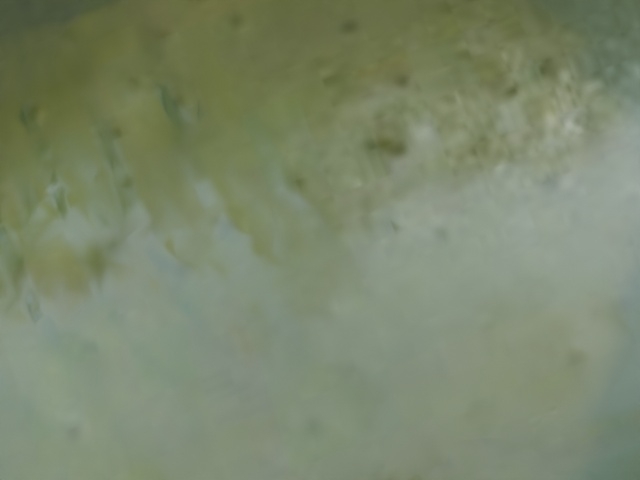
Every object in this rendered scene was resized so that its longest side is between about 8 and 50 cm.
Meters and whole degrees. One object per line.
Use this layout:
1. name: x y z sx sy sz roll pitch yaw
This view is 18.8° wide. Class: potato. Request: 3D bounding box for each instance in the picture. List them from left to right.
1. potato: 0.000 0.000 0.432 0.326 0.243 0.221 -31 147 12
